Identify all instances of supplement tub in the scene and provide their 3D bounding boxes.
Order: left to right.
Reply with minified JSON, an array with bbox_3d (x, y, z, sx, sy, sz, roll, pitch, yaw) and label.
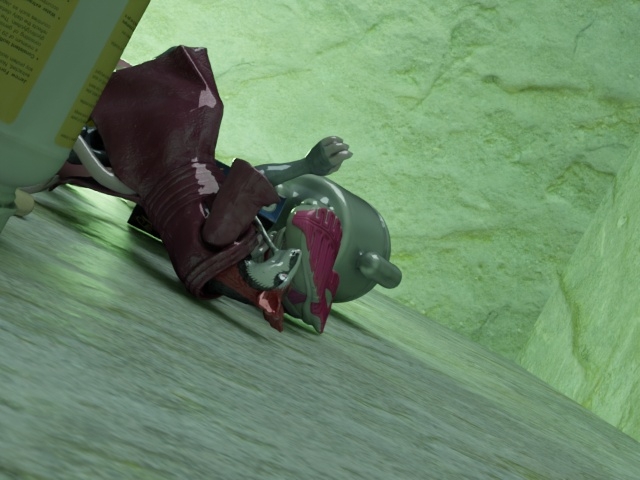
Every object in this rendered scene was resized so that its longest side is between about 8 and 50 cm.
[{"bbox_3d":[-0.271,-0.190,0.896,0.241,0.331,0.241,29,1,-1],"label":"supplement tub"}]

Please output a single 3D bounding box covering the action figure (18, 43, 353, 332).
[{"bbox_3d":[-0.146,-0.051,1.241,0.276,0.248,0.370,-12,54,-32],"label":"action figure"}]

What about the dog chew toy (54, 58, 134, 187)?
[{"bbox_3d":[-0.415,-0.206,1.691,0.332,0.206,0.206,20,4,-19],"label":"dog chew toy"}]

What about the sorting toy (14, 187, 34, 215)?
[{"bbox_3d":[-0.401,-0.101,1.144,0.193,0.038,0.208,27,2,-41],"label":"sorting toy"}]

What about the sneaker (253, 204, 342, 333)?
[{"bbox_3d":[-0.039,0.035,1.448,0.111,0.103,0.252,15,-30,8],"label":"sneaker"}]

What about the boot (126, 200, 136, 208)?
[{"bbox_3d":[-0.284,-0.078,1.930,0.086,0.069,0.190,25,1,-22],"label":"boot"}]

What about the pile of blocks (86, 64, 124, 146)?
[{"bbox_3d":[-0.324,-0.195,1.524,0.362,0.149,0.112,27,30,23],"label":"pile of blocks"}]

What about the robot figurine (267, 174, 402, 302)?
[{"bbox_3d":[0.000,0.000,1.980,0.300,0.200,0.353,30,2,26],"label":"robot figurine"}]

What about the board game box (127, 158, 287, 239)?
[{"bbox_3d":[-0.159,-0.040,1.532,0.165,0.042,0.243,28,-25,-9],"label":"board game box"}]
